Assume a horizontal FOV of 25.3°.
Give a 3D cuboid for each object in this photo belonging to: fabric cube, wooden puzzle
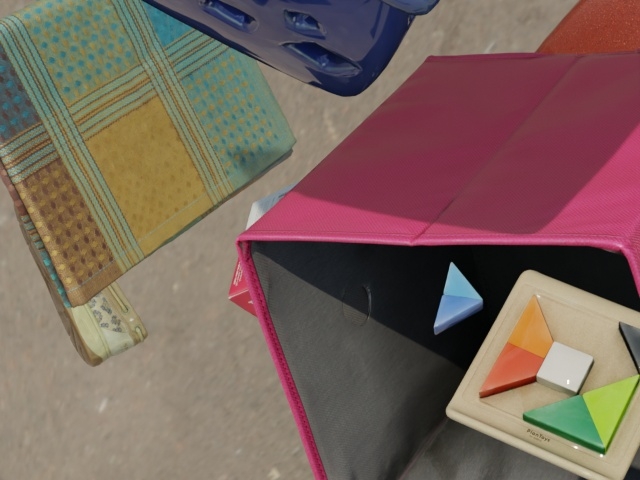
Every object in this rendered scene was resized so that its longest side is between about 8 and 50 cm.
[{"bbox_3d":[0.146,0.043,0.907,0.258,0.259,0.254,-45,126,-45],"label":"fabric cube"},{"bbox_3d":[0.091,0.047,0.515,0.116,0.014,0.078,16,58,19],"label":"wooden puzzle"}]

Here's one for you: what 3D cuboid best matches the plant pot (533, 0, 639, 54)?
[{"bbox_3d":[0.323,-0.098,1.144,0.267,0.236,0.267,9,68,-43],"label":"plant pot"}]

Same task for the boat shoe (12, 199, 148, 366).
[{"bbox_3d":[-0.309,0.014,1.790,0.089,0.104,0.285,-24,101,-19],"label":"boat shoe"}]

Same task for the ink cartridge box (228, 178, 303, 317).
[{"bbox_3d":[0.000,0.000,1.236,0.063,0.150,0.109,37,50,-30],"label":"ink cartridge box"}]

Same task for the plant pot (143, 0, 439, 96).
[{"bbox_3d":[-0.017,-0.213,0.565,0.236,0.212,0.236,26,88,-11],"label":"plant pot"}]

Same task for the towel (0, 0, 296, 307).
[{"bbox_3d":[-0.184,-0.132,1.404,0.370,0.040,0.271,-41,112,-46],"label":"towel"}]
